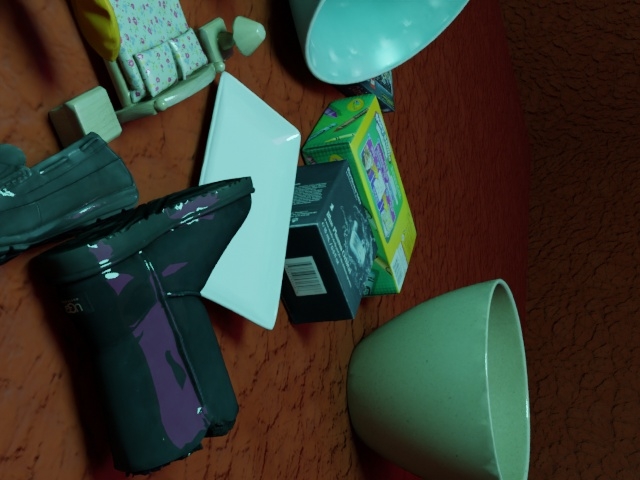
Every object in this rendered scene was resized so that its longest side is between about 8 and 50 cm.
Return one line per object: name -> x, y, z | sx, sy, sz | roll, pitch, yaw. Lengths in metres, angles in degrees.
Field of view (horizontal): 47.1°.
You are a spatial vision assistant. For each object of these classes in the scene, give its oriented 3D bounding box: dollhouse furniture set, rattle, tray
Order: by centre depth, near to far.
rattle -> -0.239, -0.189, 0.495 | 0.200, 0.130, 0.143 | -38, 149, -52
dollhouse furniture set -> -0.126, -0.293, 0.663 | 0.355, 0.174, 0.303 | -59, 136, -55
tray -> -0.091, -0.045, 0.833 | 0.145, 0.030, 0.270 | 35, 51, -44

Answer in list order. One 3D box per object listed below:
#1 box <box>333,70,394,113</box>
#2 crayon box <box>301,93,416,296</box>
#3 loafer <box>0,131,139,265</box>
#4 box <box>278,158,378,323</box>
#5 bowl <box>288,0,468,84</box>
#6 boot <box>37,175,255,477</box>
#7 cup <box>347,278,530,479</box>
box -> 0.066, -0.324, 1.265 | 0.233, 0.044, 0.159 | 14, 71, -65
crayon box -> 0.071, -0.069, 1.166 | 0.165, 0.081, 0.278 | -64, 141, -51
loafer -> -0.221, -0.026, 0.510 | 0.223, 0.076, 0.078 | -33, 98, -57
box -> 0.000, 0.000, 0.977 | 0.158, 0.093, 0.156 | -67, 143, -50
bowl -> 0.069, -0.388, 1.037 | 0.163, 0.311, 0.311 | 55, 17, 18
boot -> -0.123, 0.067, 0.668 | 0.246, 0.094, 0.207 | -37, 114, -54
cup -> 0.181, 0.233, 1.149 | 0.331, 0.237, 0.331 | -6, 90, -66
